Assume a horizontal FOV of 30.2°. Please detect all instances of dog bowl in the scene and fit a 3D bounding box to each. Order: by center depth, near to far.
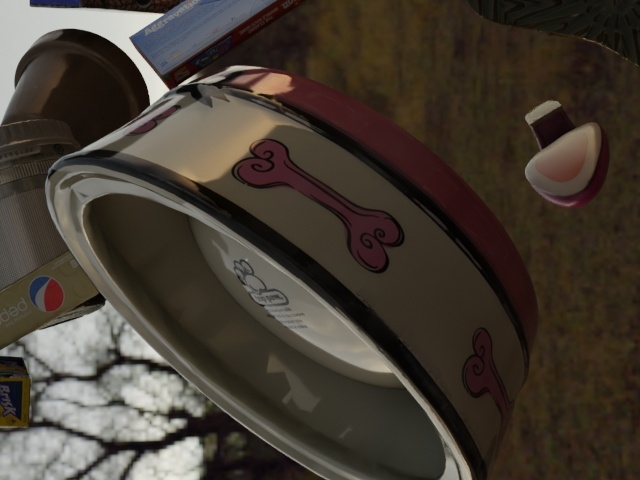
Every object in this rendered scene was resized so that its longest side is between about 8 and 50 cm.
[{"bbox_3d":[-0.011,0.035,0.927,0.150,0.408,0.408,-51,-15,-22],"label":"dog bowl"}]

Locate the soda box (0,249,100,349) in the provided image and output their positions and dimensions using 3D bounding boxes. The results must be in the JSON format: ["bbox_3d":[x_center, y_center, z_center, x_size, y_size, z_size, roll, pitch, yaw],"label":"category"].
[{"bbox_3d":[-0.336,0.069,1.404,0.061,0.181,0.058,59,-162,-7],"label":"soda box"}]

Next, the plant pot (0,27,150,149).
[{"bbox_3d":[-0.473,-0.225,2.179,0.229,0.263,0.263,-66,-19,-52],"label":"plant pot"}]

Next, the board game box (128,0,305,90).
[{"bbox_3d":[-0.111,-0.311,1.567,0.145,0.281,0.027,50,172,49],"label":"board game box"}]

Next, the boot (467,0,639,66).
[{"bbox_3d":[0.239,-0.198,0.961,0.269,0.236,0.089,-34,-38,-72],"label":"boot"}]

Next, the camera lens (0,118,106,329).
[{"bbox_3d":[-0.423,-0.014,1.731,0.219,0.219,0.274,108,143,-82],"label":"camera lens"}]

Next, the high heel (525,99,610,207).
[{"bbox_3d":[0.388,-0.083,1.731,0.181,0.127,0.377,56,-162,-16],"label":"high heel"}]

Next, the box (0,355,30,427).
[{"bbox_3d":[-0.368,0.174,1.374,0.169,0.054,0.059,-171,83,-73],"label":"box"}]

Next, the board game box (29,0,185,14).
[{"bbox_3d":[-0.390,-0.545,2.223,0.291,0.141,0.232,-12,-72,-55],"label":"board game box"}]
